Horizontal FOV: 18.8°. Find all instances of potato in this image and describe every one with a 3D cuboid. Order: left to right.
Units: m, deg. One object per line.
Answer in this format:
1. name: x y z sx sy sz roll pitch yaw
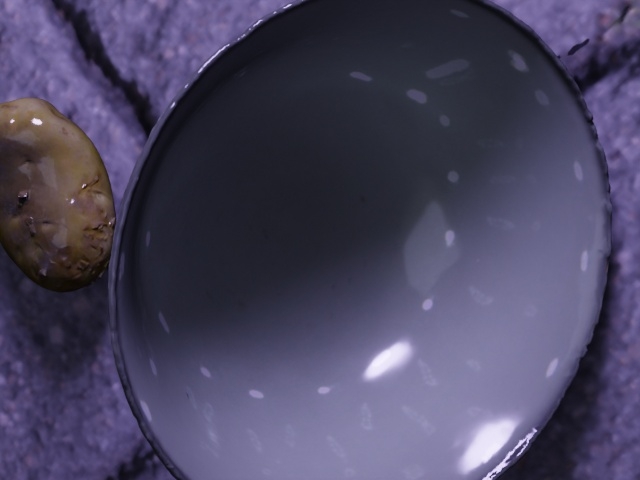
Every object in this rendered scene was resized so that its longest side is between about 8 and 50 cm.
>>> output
1. potato: -0.188 -0.032 1.330 0.091 0.070 0.138 -17 93 27

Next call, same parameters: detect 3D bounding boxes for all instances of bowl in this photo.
1. bowl: 0.000 0.000 1.180 0.157 0.337 0.337 25 117 59
